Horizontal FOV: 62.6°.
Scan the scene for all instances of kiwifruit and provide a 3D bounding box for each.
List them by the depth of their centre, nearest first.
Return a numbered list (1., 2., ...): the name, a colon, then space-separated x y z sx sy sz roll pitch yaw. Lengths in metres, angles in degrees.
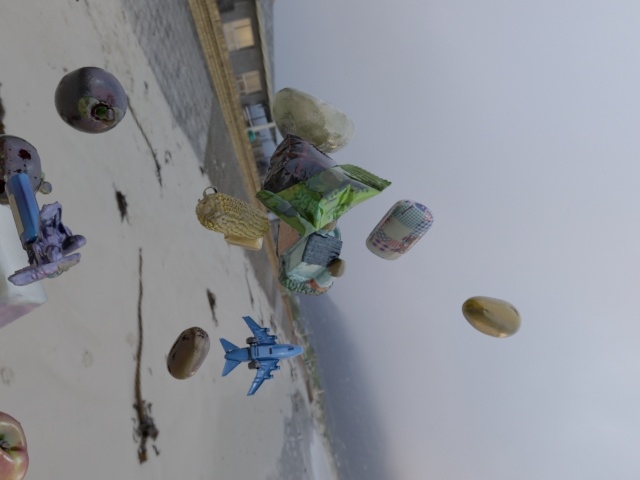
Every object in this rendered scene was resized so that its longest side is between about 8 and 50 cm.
1. kiwifruit: -0.280 0.238 1.110 0.125 0.075 0.075 -57 -153 18

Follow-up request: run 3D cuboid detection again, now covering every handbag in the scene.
1. handbag: -0.046 -0.146 1.247 0.169 0.155 0.215 36 26 -18

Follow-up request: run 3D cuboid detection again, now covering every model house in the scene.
1. model house: 0.000 0.000 1.508 0.291 0.184 0.253 137 -39 -57

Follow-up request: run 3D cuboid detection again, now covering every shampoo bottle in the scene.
1. shampoo bottle: -0.625 -0.044 1.127 0.087 0.050 0.183 -33 -105 44

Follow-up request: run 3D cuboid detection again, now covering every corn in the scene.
1. corn: -0.220 -0.059 1.355 0.293 0.106 0.107 24 48 -70

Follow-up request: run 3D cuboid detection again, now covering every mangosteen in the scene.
1. mangosteen: -0.708 -0.434 1.661 0.216 0.215 0.216 164 -90 -84
2. mangosteen: -0.990 -0.220 1.721 0.289 0.231 0.232 18 52 -65

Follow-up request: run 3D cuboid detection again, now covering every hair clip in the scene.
1. hair clip: -0.521 0.033 0.997 0.090 0.137 0.278 54 -42 2

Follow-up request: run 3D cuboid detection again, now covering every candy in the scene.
1. candy: 0.012 -0.084 1.004 0.149 0.246 0.069 36 -37 37
2. candy: -0.941 0.073 1.480 0.359 0.208 0.145 58 1 21

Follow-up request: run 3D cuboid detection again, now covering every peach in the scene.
1. peach: -0.895 0.565 1.306 0.249 0.274 0.245 52 0 25

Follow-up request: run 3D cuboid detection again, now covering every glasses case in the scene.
1. glasses case: 0.236 -0.027 1.615 0.327 0.125 0.076 122 -8 -61

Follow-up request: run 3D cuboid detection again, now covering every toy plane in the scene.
1. toy plane: -0.188 0.365 1.709 0.105 0.270 0.254 107 -23 -69

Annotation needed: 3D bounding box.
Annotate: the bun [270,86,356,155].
1. bun: -0.021 -0.339 1.550 0.169 0.272 0.273 -65 -168 6

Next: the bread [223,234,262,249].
1. bread: -0.322 -0.018 2.219 0.134 0.173 0.085 95 9 -77

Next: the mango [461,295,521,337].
1. mango: 0.459 0.200 1.421 0.195 0.137 0.098 33 68 -40
